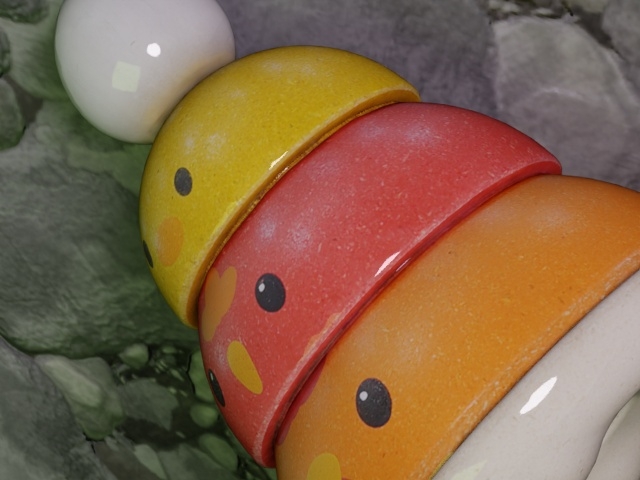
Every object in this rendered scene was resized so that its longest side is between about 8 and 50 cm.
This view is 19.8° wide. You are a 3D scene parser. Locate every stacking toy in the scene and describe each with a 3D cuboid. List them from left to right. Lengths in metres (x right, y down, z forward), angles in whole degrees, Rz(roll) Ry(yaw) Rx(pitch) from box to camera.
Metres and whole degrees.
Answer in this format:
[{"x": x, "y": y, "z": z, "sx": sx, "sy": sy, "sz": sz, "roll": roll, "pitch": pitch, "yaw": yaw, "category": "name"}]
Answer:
[{"x": 0.000, "y": 0.000, "z": 1.167, "sx": 0.480, "sy": 0.351, "sz": 0.350, "roll": 42, "pitch": 136, "yaw": 18, "category": "stacking toy"}]
